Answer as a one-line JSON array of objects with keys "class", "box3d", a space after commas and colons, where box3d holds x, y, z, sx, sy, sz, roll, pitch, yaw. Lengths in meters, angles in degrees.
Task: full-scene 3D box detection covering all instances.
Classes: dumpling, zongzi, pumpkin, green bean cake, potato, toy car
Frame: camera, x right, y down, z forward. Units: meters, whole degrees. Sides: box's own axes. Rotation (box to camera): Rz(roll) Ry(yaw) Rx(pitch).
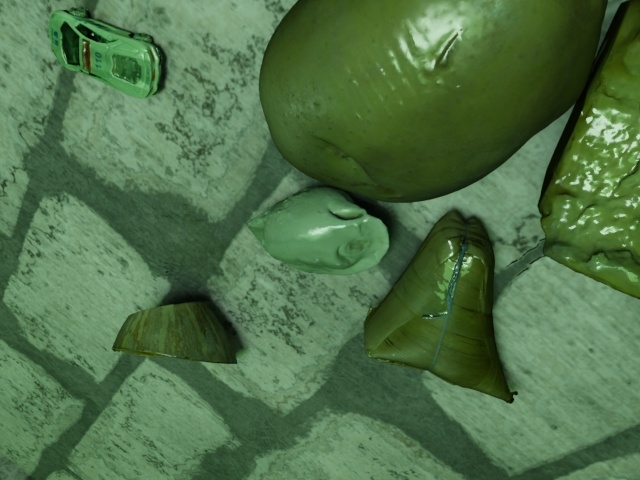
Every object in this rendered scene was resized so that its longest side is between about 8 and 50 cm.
[{"class": "dumpling", "box3d": [0.000, -0.015, 0.665, 0.219, 0.153, 0.107, 4, 78, 32]}, {"class": "zongzi", "box3d": [0.213, 0.107, 0.635, 0.256, 0.115, 0.228, 28, 121, -2]}, {"class": "pumpkin", "box3d": [-0.252, 0.163, 0.844, 0.218, 0.217, 0.109, -2, 79, 23]}, {"class": "green bean cake", "box3d": [0.289, -0.095, 0.414, 0.124, 0.233, 0.236, 21, 123, 17]}, {"class": "potato", "box3d": [0.092, -0.159, 0.447, 0.327, 0.220, 0.243, -22, 123, 41]}, {"class": "toy car", "box3d": [-0.309, -0.260, 0.667, 0.186, 0.058, 0.093, 24, 126, 8]}]
